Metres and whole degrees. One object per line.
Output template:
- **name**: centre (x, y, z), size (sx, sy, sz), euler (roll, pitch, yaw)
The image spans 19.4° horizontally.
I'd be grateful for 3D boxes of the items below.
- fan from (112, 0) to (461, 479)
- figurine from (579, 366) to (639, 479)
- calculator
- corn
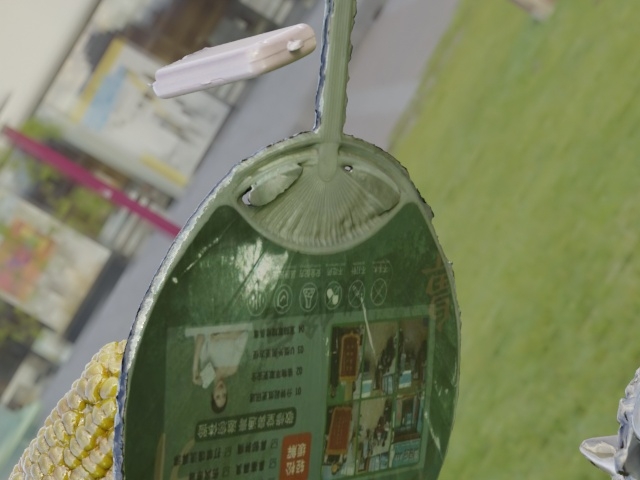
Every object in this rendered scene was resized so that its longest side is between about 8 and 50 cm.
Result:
- **fan**: centre (0.013, 0.024, 0.797), size (0.012, 0.223, 0.294), euler (9, 68, 39)
- **figurine**: centre (0.260, 0.160, 1.287), size (0.387, 0.166, 0.207), euler (68, -148, -67)
- **calculator**: centre (-0.081, -0.169, 1.766), size (0.175, 0.032, 0.100), euler (-9, 15, 42)
- **corn**: centre (-0.188, 0.200, 1.364), size (0.313, 0.102, 0.102), euler (-56, 7, 24)
